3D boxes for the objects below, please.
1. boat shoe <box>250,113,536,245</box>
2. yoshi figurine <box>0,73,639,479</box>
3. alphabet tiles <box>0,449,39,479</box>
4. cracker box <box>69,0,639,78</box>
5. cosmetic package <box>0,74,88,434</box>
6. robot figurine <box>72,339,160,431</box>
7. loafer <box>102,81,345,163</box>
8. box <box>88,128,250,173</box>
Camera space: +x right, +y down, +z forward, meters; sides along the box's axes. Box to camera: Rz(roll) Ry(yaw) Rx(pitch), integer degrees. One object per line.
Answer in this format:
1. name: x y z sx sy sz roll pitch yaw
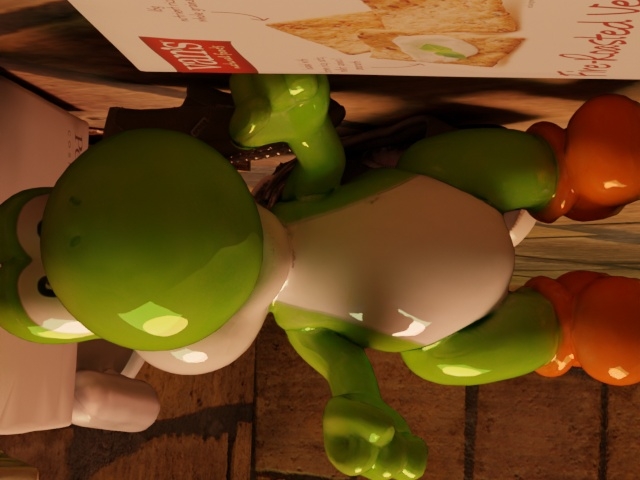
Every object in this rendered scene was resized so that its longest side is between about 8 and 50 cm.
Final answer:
1. boat shoe: 0.012 -0.031 1.079 0.095 0.112 0.335 25 158 -31
2. yoshi figurine: 0.005 0.008 0.815 0.362 0.203 0.203 -3 133 -10
3. alphabet tiles: -0.319 0.102 0.744 0.342 0.011 0.285 5 175 -19
4. cracker box: 0.047 -0.088 0.422 0.232 0.067 0.156 2 175 6
5. cosmetic package: -0.259 0.003 0.848 0.156 0.217 0.385 2 177 11
6. robot figurine: -0.257 0.048 1.249 0.300 0.200 0.353 44 -172 17
7. loafer: -0.059 -0.069 0.897 0.148 0.050 0.056 -13 178 -6
8. box: -0.171 -0.063 1.210 0.164 0.021 0.201 5 176 -29
